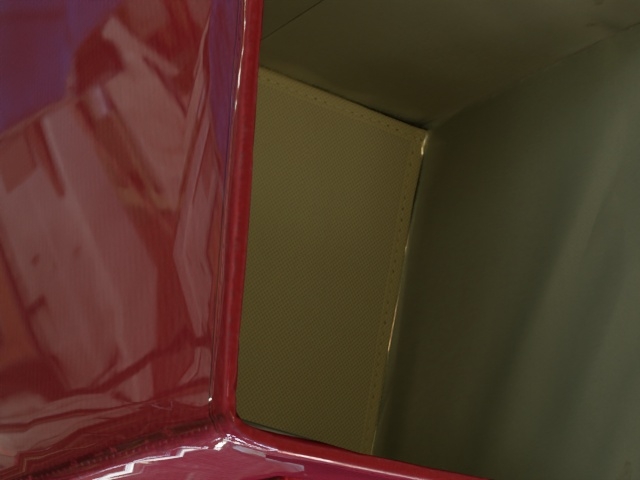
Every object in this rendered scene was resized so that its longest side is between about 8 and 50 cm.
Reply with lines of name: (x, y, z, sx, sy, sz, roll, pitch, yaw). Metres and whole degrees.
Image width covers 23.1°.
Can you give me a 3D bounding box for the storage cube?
storage cube: (0.000, 0.000, 0.474, 0.183, 0.215, 0.193, 18, 153, -33)
